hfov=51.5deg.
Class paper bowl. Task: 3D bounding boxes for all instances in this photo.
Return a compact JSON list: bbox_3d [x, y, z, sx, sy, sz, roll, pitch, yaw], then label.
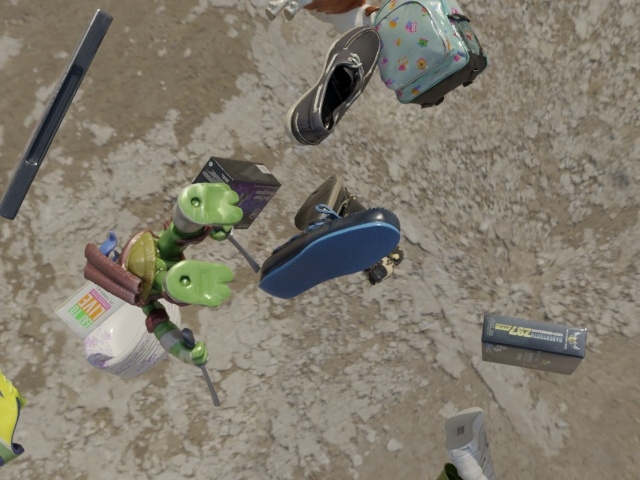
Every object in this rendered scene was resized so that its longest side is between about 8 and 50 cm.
[{"bbox_3d":[-0.490,0.229,1.786,0.284,0.148,0.284,-23,50,31],"label":"paper bowl"}]

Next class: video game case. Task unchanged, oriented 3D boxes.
[{"bbox_3d":[-0.354,-0.168,0.879,0.026,0.196,0.274,25,90,-26],"label":"video game case"}]

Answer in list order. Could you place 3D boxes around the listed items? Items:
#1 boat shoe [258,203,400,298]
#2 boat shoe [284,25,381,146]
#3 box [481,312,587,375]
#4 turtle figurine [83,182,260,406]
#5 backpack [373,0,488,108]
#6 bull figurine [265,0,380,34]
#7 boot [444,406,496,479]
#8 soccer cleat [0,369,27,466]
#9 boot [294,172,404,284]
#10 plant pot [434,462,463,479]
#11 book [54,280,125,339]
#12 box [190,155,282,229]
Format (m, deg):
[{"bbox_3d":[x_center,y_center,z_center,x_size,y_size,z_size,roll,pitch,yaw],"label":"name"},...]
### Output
[{"bbox_3d":[0.000,0.000,0.946,0.258,0.109,0.089,-21,45,34],"label":"boat shoe"},{"bbox_3d":[0.033,-0.201,0.847,0.065,0.075,0.206,0,50,51],"label":"boat shoe"},{"bbox_3d":[0.411,0.208,1.302,0.183,0.233,0.059,7,73,16],"label":"box"},{"bbox_3d":[-0.141,0.044,0.831,0.274,0.266,0.198,43,63,-8],"label":"turtle figurine"},{"bbox_3d":[0.174,-0.347,1.154,0.165,0.144,0.189,-30,69,39],"label":"backpack"},{"bbox_3d":[0.010,-0.432,1.049,0.188,0.310,0.101,-31,56,-22],"label":"bull figurine"},{"bbox_3d":[0.340,0.474,1.496,0.095,0.258,0.124,-22,90,20],"label":"boot"},{"bbox_3d":[-0.594,0.269,1.185,0.093,0.121,0.289,18,113,54],"label":"soccer cleat"},{"bbox_3d":[0.080,-0.013,1.677,0.138,0.377,0.284,-40,99,12],"label":"boot"},{"bbox_3d":[0.279,0.551,1.469,0.083,0.083,0.079,45,111,15],"label":"plant pot"},{"bbox_3d":[-0.542,0.153,1.579,0.144,0.035,0.096,-44,112,-15],"label":"book"},{"bbox_3d":[-0.252,-0.126,1.858,0.184,0.261,0.103,-48,72,20],"label":"box"}]
